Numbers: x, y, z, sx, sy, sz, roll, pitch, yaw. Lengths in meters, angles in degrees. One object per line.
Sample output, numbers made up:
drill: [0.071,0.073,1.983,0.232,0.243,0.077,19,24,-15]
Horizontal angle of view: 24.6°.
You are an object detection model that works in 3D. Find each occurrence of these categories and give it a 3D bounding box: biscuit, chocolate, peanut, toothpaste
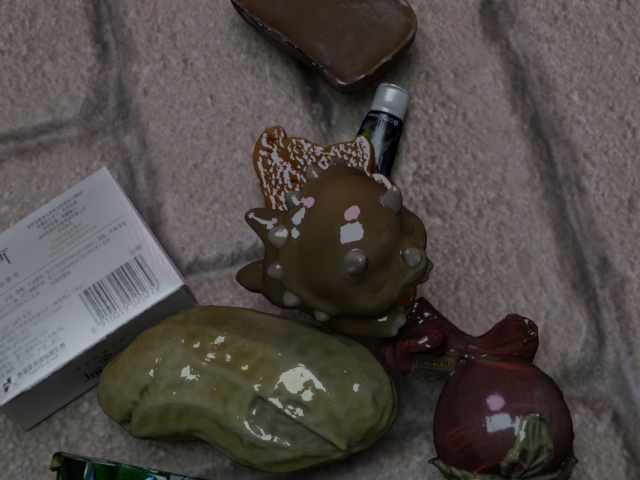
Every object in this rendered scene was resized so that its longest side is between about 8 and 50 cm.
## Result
biscuit: [0.021,-0.028,1.762,0.183,0.043,0.280,-44,79,8]
chocolate: [0.001,-0.279,1.860,0.161,0.083,0.261,-38,64,-18]
peanut: [-0.080,0.163,1.655,0.340,0.158,0.174,16,97,19]
toothpaste: [0.063,-0.096,1.799,0.071,0.045,0.193,17,79,17]

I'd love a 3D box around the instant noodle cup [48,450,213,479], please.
instant noodle cup: [-0.191,0.334,1.571,0.240,0.240,0.178,8,77,11]

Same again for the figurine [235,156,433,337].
figurine: [0.005,-0.002,1.602,0.177,0.173,0.247,-44,42,-10]

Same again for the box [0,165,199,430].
box: [-0.302,0.068,1.744,0.260,0.111,0.194,-34,67,-4]

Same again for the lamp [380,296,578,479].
lamp: [0.177,0.188,1.607,0.215,0.151,0.223,10,35,-30]
